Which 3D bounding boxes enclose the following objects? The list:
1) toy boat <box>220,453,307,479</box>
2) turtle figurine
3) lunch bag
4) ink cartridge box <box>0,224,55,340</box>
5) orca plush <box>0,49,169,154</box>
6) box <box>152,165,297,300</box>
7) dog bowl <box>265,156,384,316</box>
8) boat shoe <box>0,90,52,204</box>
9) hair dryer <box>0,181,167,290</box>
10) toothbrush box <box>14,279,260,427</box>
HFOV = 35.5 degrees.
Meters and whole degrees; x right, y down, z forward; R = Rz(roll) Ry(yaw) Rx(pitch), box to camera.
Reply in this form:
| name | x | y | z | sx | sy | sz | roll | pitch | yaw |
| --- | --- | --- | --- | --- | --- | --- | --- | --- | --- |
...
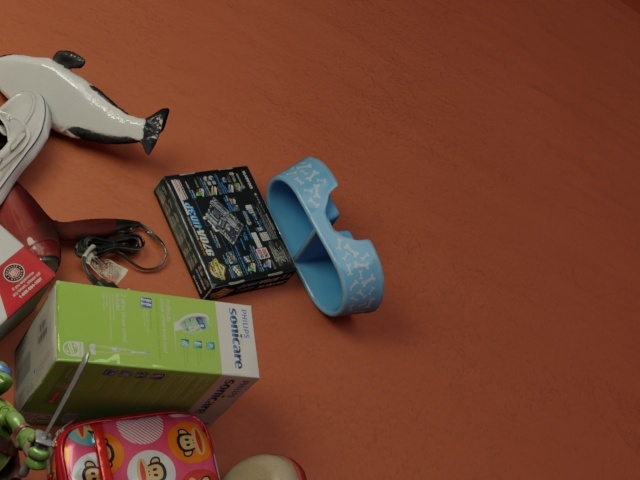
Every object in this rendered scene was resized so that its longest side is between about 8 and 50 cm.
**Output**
| name | x | y | z | sx | sy | sz | roll | pitch | yaw |
| --- | --- | --- | --- | --- | --- | --- | --- | --- | --- |
| toy boat | -0.057 | 0.420 | 1.412 | 0.151 | 0.151 | 0.231 | 32 | 39 | -55 |
| turtle figurine | -0.430 | 0.256 | 1.183 | 0.198 | 0.275 | 0.266 | 17 | 68 | -29 |
| lunch bag | -0.253 | 0.376 | 1.311 | 0.258 | 0.120 | 0.293 | -1 | 59 | -29 |
| ink cartridge box | -0.536 | 0.036 | 1.355 | 0.273 | 0.114 | 0.197 | 43 | 47 | -2 |
| orca plush | -0.391 | -0.234 | 1.648 | 0.287 | 0.151 | 0.102 | 9 | 11 | -1 |
| box | -0.160 | -0.017 | 1.686 | 0.175 | 0.051 | 0.220 | -12 | 67 | -38 |
| dog bowl | 0.000 | 0.000 | 1.713 | 0.074 | 0.166 | 0.297 | -20 | 72 | -29 |
| boat shoe | -0.476 | -0.150 | 1.489 | 0.095 | 0.084 | 0.258 | 2 | 48 | 8 |
| hair dryer | -0.391 | -0.004 | 1.527 | 0.293 | 0.080 | 0.223 | 37 | 25 | -9 |
| toothbrush box | -0.257 | 0.170 | 1.384 | 0.283 | 0.206 | 0.122 | 10 | 54 | -27 |
